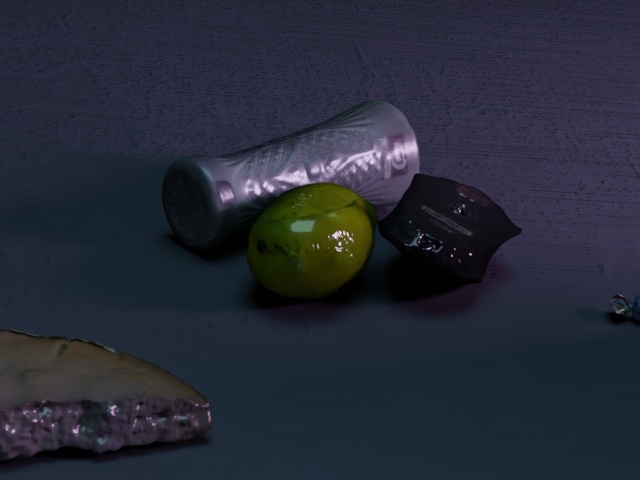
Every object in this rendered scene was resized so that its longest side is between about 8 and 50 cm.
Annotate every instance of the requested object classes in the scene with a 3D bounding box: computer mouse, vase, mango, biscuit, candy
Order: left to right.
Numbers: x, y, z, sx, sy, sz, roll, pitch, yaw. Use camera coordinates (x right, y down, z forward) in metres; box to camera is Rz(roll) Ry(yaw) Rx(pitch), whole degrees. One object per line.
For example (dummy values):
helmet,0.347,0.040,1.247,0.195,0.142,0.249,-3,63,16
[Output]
biscuit,-0.220,0.088,0.777,0.289,0.038,0.141,-4,24,-24
vase,-0.025,-0.052,1.108,0.219,0.096,0.096,-18,32,-39
mango,0.000,0.000,1.010,0.091,0.074,0.165,13,16,20
computer mouse,0.095,-0.002,1.046,0.099,0.057,0.172,33,24,11
candy,0.260,0.056,1.006,0.083,0.020,0.030,13,23,12
